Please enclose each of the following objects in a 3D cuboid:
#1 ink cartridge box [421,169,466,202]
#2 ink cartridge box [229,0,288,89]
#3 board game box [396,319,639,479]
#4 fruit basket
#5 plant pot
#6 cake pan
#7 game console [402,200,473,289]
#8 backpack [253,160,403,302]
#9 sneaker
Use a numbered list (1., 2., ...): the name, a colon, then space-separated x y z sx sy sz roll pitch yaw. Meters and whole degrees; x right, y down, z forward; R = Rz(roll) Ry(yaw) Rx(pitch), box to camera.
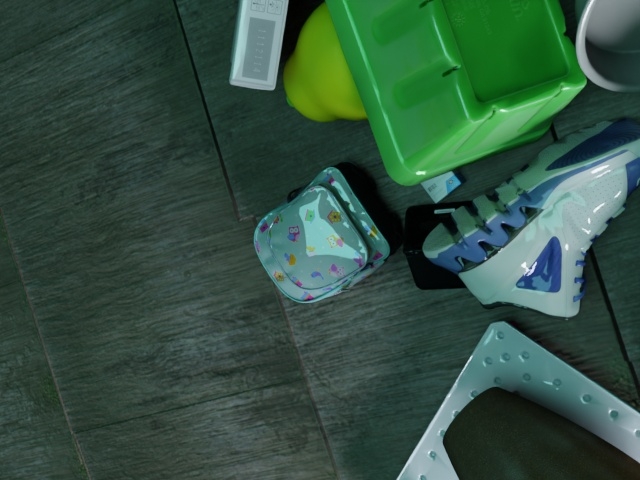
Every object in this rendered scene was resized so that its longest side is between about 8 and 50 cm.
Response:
1. ink cartridge box: 0.158 -0.100 1.235 0.048 0.028 0.083 -39 82 27
2. ink cartridge box: -0.073 -0.370 1.203 0.066 0.261 0.296 8 106 -7
3. board game box: 0.317 0.365 1.224 0.390 0.050 0.390 35 114 21
4. fruit basket: 0.114 -0.261 1.140 0.392 0.282 0.392 54 155 39
5. plant pot: 0.271 0.300 1.111 0.230 0.215 0.215 44 117 31
6. cake pan: 0.404 -0.282 0.956 0.293 0.293 0.054 -39 53 27
7. game console: 0.185 0.007 1.253 0.122 0.071 0.107 -4 68 26
8. backpack: 0.000 0.000 1.272 0.188 0.144 0.166 -35 89 30
9. sneaker: 0.309 -0.008 1.137 0.315 0.127 0.182 -32 108 14
